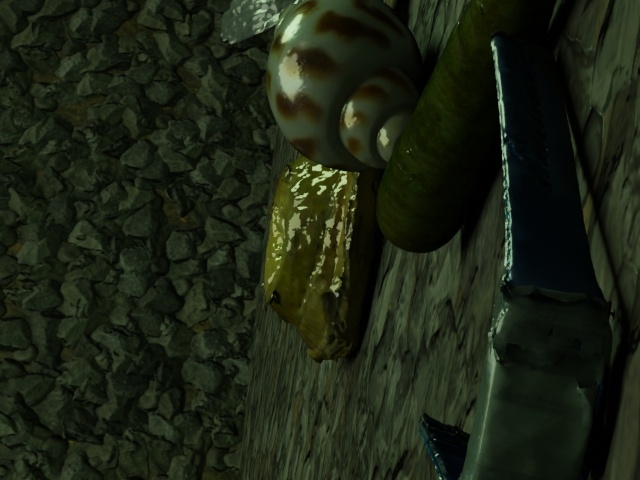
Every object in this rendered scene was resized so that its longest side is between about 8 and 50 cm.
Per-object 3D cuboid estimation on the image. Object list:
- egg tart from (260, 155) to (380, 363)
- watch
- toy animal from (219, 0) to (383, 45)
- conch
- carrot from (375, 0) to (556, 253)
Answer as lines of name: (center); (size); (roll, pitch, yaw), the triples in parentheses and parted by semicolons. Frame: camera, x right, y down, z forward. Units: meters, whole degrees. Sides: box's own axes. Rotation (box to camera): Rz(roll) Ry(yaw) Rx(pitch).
egg tart: (0.000, 0.000, 1.820); (0.290, 0.115, 0.290); (-173, 90, -84)
watch: (0.116, 0.024, 0.894); (0.274, 0.068, 0.276); (-86, 5, -82)
toy animal: (0.039, -0.367, 1.850); (0.302, 0.225, 0.284); (5, 93, 60)
conch: (0.032, -0.153, 1.558); (0.149, 0.183, 0.275); (-33, 48, 27)
carrot: (0.104, -0.103, 1.108); (0.358, 0.074, 0.074); (109, 168, -57)
